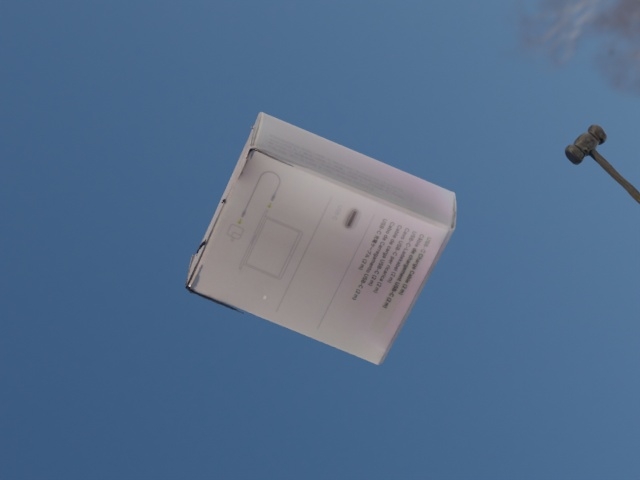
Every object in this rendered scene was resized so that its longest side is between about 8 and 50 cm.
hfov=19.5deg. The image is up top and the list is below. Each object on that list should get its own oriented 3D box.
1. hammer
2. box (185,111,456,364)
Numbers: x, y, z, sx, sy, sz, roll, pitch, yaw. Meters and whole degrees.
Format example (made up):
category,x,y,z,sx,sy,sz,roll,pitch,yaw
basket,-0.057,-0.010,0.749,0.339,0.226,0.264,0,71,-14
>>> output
category,x,y,z,sx,sy,sz,roll,pitch,yaw
hammer,0.440,-0.036,2.431,0.292,0.058,0.029,46,165,15
box,0.000,0.000,2.112,0.251,0.203,0.106,22,-152,-6
